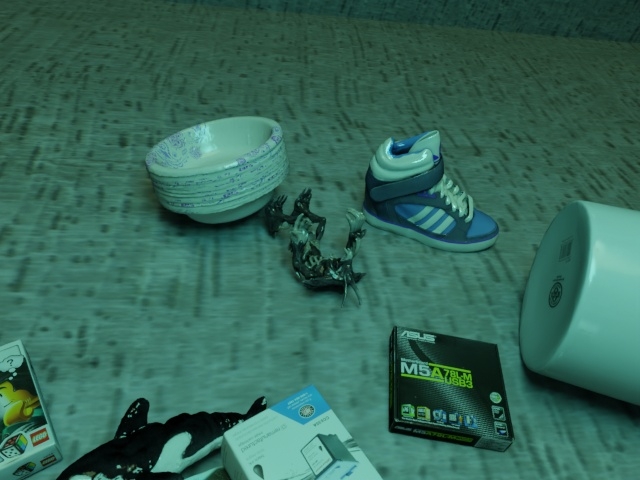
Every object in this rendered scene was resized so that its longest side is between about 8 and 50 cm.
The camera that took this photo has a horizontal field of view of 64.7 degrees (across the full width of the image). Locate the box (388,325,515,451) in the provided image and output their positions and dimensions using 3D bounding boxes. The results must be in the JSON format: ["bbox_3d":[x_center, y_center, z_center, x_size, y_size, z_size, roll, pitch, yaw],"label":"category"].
[{"bbox_3d":[0.209,0.239,0.839,0.190,0.045,0.184,11,45,-1],"label":"box"}]

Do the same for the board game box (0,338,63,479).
[{"bbox_3d":[-0.522,0.270,0.650,0.305,0.053,0.193,-21,51,-30],"label":"board game box"}]

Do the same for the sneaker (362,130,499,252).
[{"bbox_3d":[0.256,-0.113,1.084,0.322,0.236,0.130,13,42,3],"label":"sneaker"}]

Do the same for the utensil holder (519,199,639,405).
[{"bbox_3d":[0.573,0.127,0.835,0.384,0.328,0.328,14,42,8],"label":"utensil holder"}]

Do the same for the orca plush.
[{"bbox_3d":[-0.205,0.249,0.648,0.287,0.151,0.102,-16,87,-26],"label":"orca plush"}]

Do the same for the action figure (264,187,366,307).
[{"bbox_3d":[0.000,0.000,0.986,0.163,0.141,0.276,-9,43,-37],"label":"action figure"}]

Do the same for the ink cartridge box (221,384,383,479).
[{"bbox_3d":[-0.015,0.296,0.615,0.139,0.082,0.191,-21,50,-31],"label":"ink cartridge box"}]

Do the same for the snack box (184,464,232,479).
[{"bbox_3d":[-0.106,0.376,0.615,0.321,0.060,0.187,-12,47,-23],"label":"snack box"}]

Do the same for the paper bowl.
[{"bbox_3d":[-0.203,-0.142,1.054,0.283,0.148,0.284,-9,32,5],"label":"paper bowl"}]
